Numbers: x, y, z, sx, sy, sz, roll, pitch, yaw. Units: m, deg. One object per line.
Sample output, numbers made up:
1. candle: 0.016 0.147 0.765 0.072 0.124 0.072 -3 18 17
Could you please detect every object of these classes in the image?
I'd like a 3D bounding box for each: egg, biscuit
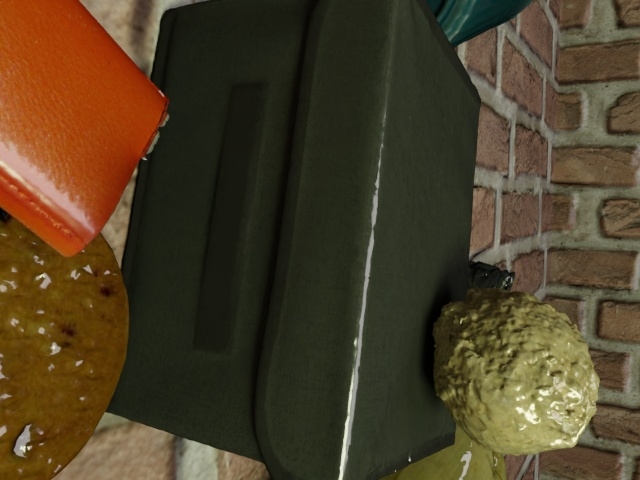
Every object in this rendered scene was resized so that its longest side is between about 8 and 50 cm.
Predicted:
1. egg: 0.144 0.097 0.431 0.118 0.116 0.140 55 15 -18
2. biscuit: -0.196 0.059 0.326 0.212 0.036 0.212 -9 101 -61

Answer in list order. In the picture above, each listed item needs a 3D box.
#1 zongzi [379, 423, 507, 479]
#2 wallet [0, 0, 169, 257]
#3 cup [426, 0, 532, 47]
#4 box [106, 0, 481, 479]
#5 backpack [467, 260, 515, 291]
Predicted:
1. zongzi: 0.081 0.416 0.662 0.500 0.218 0.466 -48 144 -34
2. wallet: -0.178 -0.104 0.303 0.204 0.045 0.142 50 40 -39
3. cup: 0.105 -0.350 0.603 0.292 0.242 0.307 -43 131 -46
4. box: 0.001 0.000 0.493 0.251 0.205 0.344 18 77 -59
5. backpack: 0.232 0.158 0.989 0.258 0.133 0.206 -54 149 -33
